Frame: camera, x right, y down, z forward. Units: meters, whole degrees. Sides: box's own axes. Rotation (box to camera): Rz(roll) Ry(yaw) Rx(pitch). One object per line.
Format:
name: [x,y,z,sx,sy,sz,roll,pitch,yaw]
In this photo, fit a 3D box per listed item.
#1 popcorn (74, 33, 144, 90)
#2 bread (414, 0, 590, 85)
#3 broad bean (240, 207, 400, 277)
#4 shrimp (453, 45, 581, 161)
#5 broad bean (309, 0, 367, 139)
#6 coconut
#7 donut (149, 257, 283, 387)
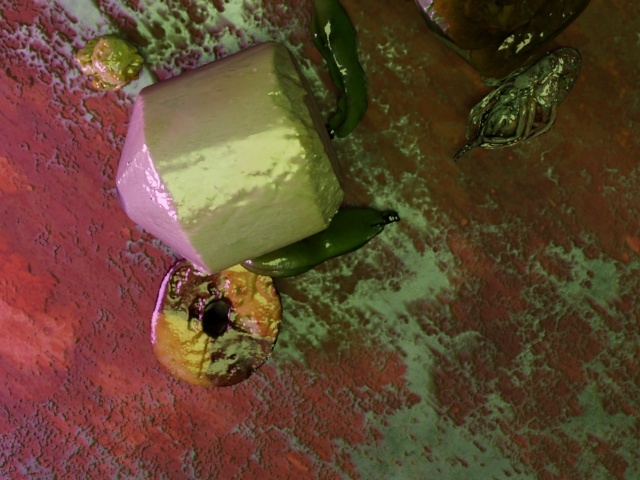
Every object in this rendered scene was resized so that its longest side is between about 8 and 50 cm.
popcorn: [-0.246,-0.213,1.068,0.083,0.060,0.068,20,140,17]
bread: [0.202,-0.289,0.966,0.210,0.110,0.192,-44,140,12]
broad bean: [0.000,0.000,1.119,0.213,0.070,0.048,-14,139,-19]
shrimp: [0.229,-0.155,1.079,0.190,0.075,0.073,-36,138,23]
broad bean: [0.021,-0.209,1.072,0.061,0.046,0.196,-6,111,0]
coconut: [-0.110,-0.085,1.019,0.244,0.239,0.239,-21,108,7]
donut: [-0.130,0.092,1.164,0.166,0.073,0.184,4,109,0]
